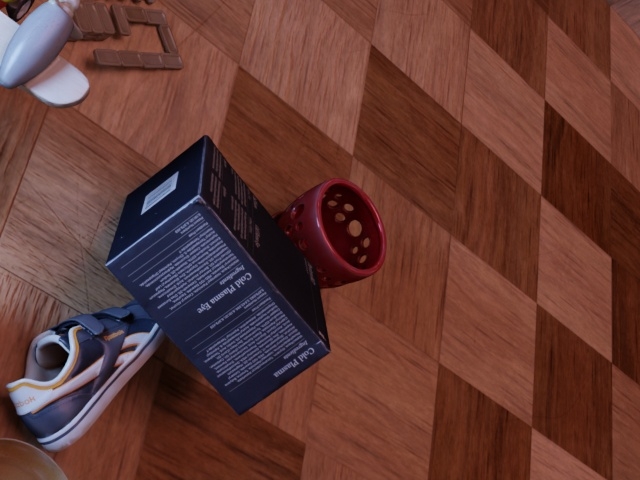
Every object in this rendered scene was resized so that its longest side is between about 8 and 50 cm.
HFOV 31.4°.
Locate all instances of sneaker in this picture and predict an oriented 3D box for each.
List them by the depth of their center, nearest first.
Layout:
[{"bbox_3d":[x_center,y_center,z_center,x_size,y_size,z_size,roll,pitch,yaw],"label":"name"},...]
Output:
[{"bbox_3d":[-0.333,0.156,1.679,0.127,0.126,0.321,55,40,-18],"label":"sneaker"}]

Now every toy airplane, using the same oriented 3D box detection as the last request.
[{"bbox_3d":[-0.531,-0.359,1.590,0.386,0.272,0.384,0,60,-31],"label":"toy airplane"}]

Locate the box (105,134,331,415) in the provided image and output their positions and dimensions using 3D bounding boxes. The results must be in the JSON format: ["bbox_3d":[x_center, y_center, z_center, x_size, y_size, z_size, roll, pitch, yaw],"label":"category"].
[{"bbox_3d":[-0.154,0.045,1.783,0.312,0.179,0.343,50,10,-17],"label":"box"}]

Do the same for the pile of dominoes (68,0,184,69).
[{"bbox_3d":[-0.361,-0.389,2.011,0.251,0.040,0.196,-10,79,-59],"label":"pile of dominoes"}]

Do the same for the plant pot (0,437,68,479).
[{"bbox_3d":[-0.428,0.385,1.529,0.236,0.032,0.236,25,55,-41],"label":"plant pot"}]

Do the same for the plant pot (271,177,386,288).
[{"bbox_3d":[0.000,0.000,2.099,0.191,0.174,0.191,24,56,-40],"label":"plant pot"}]
